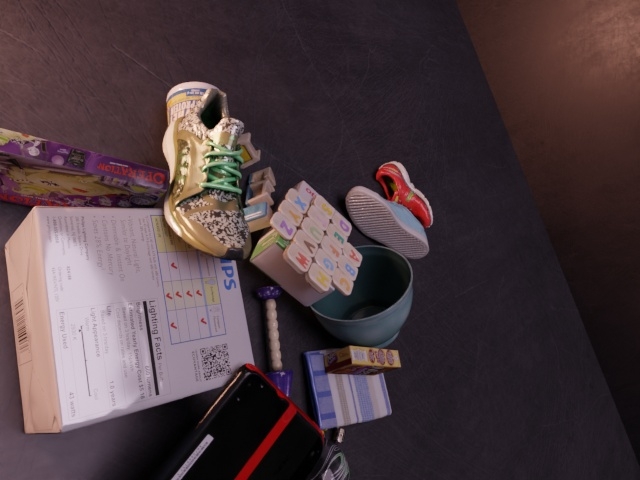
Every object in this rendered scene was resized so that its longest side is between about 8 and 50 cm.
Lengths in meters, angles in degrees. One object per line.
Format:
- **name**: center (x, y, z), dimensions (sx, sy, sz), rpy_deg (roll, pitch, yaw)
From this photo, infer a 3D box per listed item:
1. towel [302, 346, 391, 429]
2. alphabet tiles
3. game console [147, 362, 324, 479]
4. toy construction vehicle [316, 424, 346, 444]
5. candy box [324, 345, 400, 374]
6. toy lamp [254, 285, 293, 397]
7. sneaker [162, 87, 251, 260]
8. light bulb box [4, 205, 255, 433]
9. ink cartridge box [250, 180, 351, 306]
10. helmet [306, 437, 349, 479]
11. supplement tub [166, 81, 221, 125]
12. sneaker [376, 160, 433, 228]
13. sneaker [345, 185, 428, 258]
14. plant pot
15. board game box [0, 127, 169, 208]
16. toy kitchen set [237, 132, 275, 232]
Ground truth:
- **towel**: center (0.078, 0.401, 1.345), dimensions (0.284, 0.034, 0.210), rpy_deg (7, 61, -41)
- **alphabet tiles**: center (0.000, 0.000, 1.226), dimensions (0.278, 0.021, 0.284), rpy_deg (45, 36, -16)
- **game console**: center (-0.177, 0.470, 0.939), dimensions (0.387, 0.060, 0.342), rpy_deg (-50, 128, -20)
- **toy construction vehicle**: center (0.024, 0.497, 1.283), dimensions (0.085, 0.035, 0.098), rpy_deg (29, 53, -19)
- **candy box**: center (0.116, 0.330, 1.317), dimensions (0.186, 0.109, 0.053), rpy_deg (13, 57, -38)
- **toy lamp**: center (-0.116, 0.254, 1.208), dimensions (0.080, 0.080, 0.275), rpy_deg (3, 72, -42)
- **sneaker**: center (-0.207, -0.146, 0.926), dimensions (0.157, 0.182, 0.411), rpy_deg (6, 47, -37)
- **light bulb box**: center (-0.356, 0.137, 0.925), dimensions (0.360, 0.225, 0.358), rpy_deg (-2, 76, -44)
- **ink cartridge box**: center (-0.043, 0.002, 1.296), dimensions (0.201, 0.117, 0.278), rpy_deg (41, 37, -19)
- **helmet**: center (-0.009, 0.553, 1.148), dimensions (0.161, 0.169, 0.170), rpy_deg (-29, 95, -28)
- **supplement tub**: center (-0.298, -0.267, 1.187), dimensions (0.144, 0.144, 0.200), rpy_deg (4, 71, -42)
- **sneaker**: center (0.290, -0.147, 1.732), dimensions (0.118, 0.107, 0.279), rpy_deg (-35, 89, -40)
- **sneaker**: center (0.219, -0.080, 1.631), dimensions (0.366, 0.135, 0.150), rpy_deg (39, 32, -28)
- **plant pot**: center (0.124, 0.180, 1.346), dimensions (0.293, 0.292, 0.196), rpy_deg (-56, 139, -40)
- **board game box**: center (-0.481, -0.110, 0.886), dimensions (0.346, 0.208, 0.056), rpy_deg (12, 70, -31)
- **toy kitchen set**: center (-0.207, -0.144, 1.239), dimensions (0.207, 0.122, 0.166), rpy_deg (-93, 159, -47)
